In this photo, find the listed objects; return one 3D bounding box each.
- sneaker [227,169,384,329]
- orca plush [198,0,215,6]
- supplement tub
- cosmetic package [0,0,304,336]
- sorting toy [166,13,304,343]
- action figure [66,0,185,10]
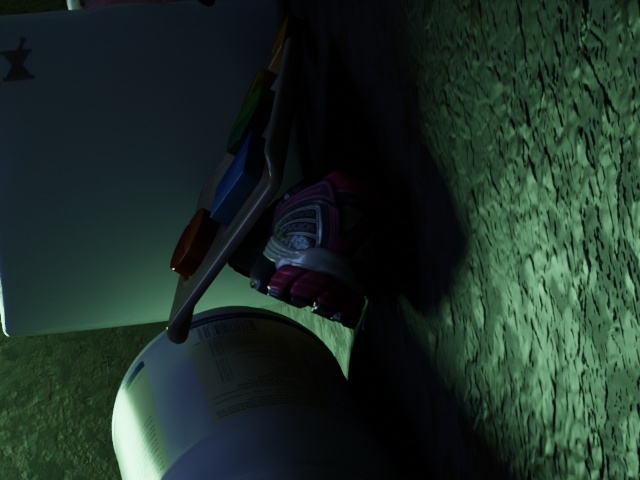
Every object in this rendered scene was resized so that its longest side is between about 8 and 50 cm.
[{"bbox_3d":[0.000,0.000,1.222,0.299,0.121,0.112,-158,91,-78],"label":"sneaker"},{"bbox_3d":[-0.138,-0.289,1.355,0.287,0.102,0.151,-28,-74,-68],"label":"orca plush"},{"bbox_3d":[-0.055,0.221,1.262,0.325,0.235,0.235,-122,28,-65],"label":"supplement tub"},{"bbox_3d":[-0.210,-0.070,1.612,0.393,0.329,0.327,160,103,-79],"label":"cosmetic package"},{"bbox_3d":[-0.078,-0.078,1.311,0.229,0.041,0.307,-57,15,35],"label":"sorting toy"},{"bbox_3d":[-0.276,-0.242,1.922,0.248,0.276,0.370,-26,48,60],"label":"action figure"}]
